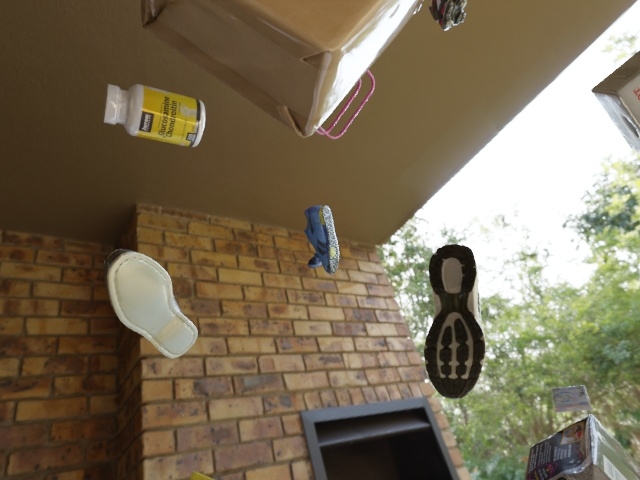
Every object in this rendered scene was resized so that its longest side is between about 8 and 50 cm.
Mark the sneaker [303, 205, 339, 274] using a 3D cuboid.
[{"bbox_3d":[0.000,0.000,1.262,0.082,0.209,0.069,-8,8,27],"label":"sneaker"}]

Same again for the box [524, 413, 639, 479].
[{"bbox_3d":[0.463,0.444,0.661,0.142,0.247,0.163,-49,-19,27],"label":"box"}]

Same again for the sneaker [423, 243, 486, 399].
[{"bbox_3d":[0.388,0.226,1.171,0.158,0.410,0.182,-1,-18,29],"label":"sneaker"}]

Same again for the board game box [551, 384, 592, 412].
[{"bbox_3d":[0.726,0.459,1.224,0.090,0.020,0.090,-19,9,27],"label":"board game box"}]

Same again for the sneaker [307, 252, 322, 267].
[{"bbox_3d":[0.003,0.059,1.732,0.144,0.053,0.059,-35,-44,7],"label":"sneaker"}]

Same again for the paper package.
[{"bbox_3d":[-0.037,-0.364,0.579,0.325,0.309,0.168,-55,-3,-22],"label":"paper package"}]

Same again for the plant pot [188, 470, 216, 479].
[{"bbox_3d":[-0.197,0.624,0.819,0.187,0.212,0.212,11,-60,2],"label":"plant pot"}]

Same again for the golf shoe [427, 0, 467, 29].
[{"bbox_3d":[0.368,-0.750,1.199,0.105,0.120,0.273,-26,-30,-19],"label":"golf shoe"}]

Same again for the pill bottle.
[{"bbox_3d":[-0.340,-0.259,0.868,0.184,0.103,0.103,5,-40,-31],"label":"pill bottle"}]

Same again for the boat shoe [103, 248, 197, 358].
[{"bbox_3d":[-0.250,0.089,0.602,0.081,0.068,0.228,-42,-35,-27],"label":"boat shoe"}]

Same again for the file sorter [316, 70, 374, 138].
[{"bbox_3d":[-0.030,-0.409,1.110,0.182,0.290,0.202,34,-87,-41],"label":"file sorter"}]

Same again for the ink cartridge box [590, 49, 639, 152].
[{"bbox_3d":[0.492,-0.219,0.573,0.175,0.072,0.127,-40,-75,17],"label":"ink cartridge box"}]
